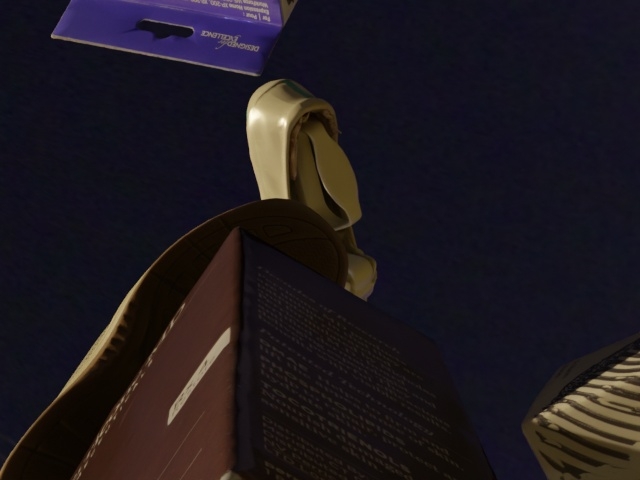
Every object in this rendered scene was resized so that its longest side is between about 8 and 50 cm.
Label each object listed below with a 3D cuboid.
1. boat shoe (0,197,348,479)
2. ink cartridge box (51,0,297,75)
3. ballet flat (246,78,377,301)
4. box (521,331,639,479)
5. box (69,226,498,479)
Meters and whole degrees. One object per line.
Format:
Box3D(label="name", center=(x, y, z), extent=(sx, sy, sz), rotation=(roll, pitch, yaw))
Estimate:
Box3D(label="boat shoe", center=(-0.097, 0.089, 0.938), extent=(0.109, 0.098, 0.302), rotation=(42, -121, -2))
Box3D(label="ink cartridge box", center=(-0.100, -0.241, 1.242), extent=(0.208, 0.206, 0.045), rotation=(-65, -27, -25))
Box3D(label="ballet flat", center=(0.000, 0.000, 1.140), extent=(0.086, 0.086, 0.248), rotation=(-24, -65, -27))
Box3D(label="box", center=(0.256, 0.073, 0.822), extent=(0.094, 0.275, 0.113), rotation=(61, -156, -3))
Box3D(label="box", center=(-0.030, 0.135, 0.623), extent=(0.143, 0.381, 0.191), rotation=(32, -83, -7))
